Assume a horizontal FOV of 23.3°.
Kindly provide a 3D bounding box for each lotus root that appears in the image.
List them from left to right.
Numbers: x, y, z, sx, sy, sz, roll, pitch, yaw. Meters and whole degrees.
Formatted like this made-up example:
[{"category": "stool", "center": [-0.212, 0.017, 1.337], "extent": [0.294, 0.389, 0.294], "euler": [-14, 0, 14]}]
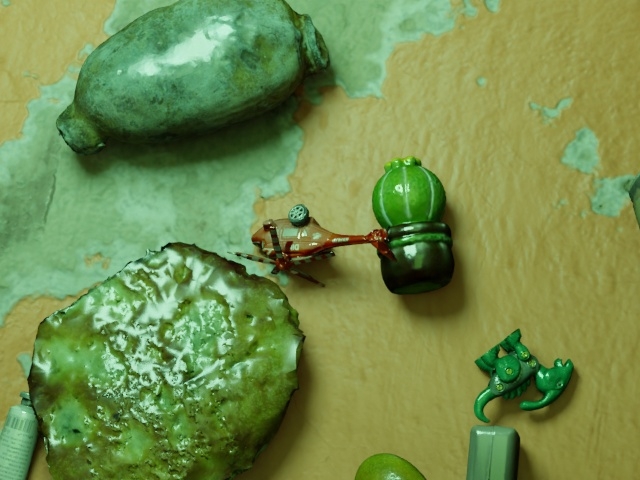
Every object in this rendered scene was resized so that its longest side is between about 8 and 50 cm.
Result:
[{"category": "lotus root", "center": [-0.167, -0.208, 1.899], "extent": [0.350, 0.175, 0.175], "euler": [-21, 76, 0]}]

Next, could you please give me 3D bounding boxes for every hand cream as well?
[{"category": "hand cream", "center": [-0.378, 0.279, 1.875], "extent": [0.067, 0.042, 0.194], "euler": [18, 85, 1]}]

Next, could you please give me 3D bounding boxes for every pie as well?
[{"category": "pie", "center": [-0.185, 0.169, 1.846], "extent": [0.355, 0.103, 0.288], "euler": [-35, 76, -7]}]

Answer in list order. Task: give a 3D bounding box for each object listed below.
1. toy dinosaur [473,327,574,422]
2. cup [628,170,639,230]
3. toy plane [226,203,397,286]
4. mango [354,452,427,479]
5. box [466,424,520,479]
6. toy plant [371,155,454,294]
[{"category": "toy dinosaur", "center": [0.231, 0.164, 1.831], "extent": [0.132, 0.059, 0.096], "euler": [-38, 82, -12]}, {"category": "cup", "center": [0.513, -0.015, 1.777], "extent": [0.301, 0.227, 0.257], "euler": [-22, 70, -29]}, {"category": "toy plane", "center": [-0.005, -0.004, 1.849], "extent": [0.126, 0.194, 0.077], "euler": [35, 56, -29]}, {"category": "mango", "center": [0.089, 0.353, 1.781], "extent": [0.136, 0.099, 0.227], "euler": [-17, 66, 26]}, {"category": "box", "center": [0.190, 0.335, 1.769], "extent": [0.055, 0.103, 0.243], "euler": [4, 78, 11]}, {"category": "toy plant", "center": [0.109, -0.021, 1.864], "extent": [0.093, 0.093, 0.162], "euler": [-7, 77, 4]}]
